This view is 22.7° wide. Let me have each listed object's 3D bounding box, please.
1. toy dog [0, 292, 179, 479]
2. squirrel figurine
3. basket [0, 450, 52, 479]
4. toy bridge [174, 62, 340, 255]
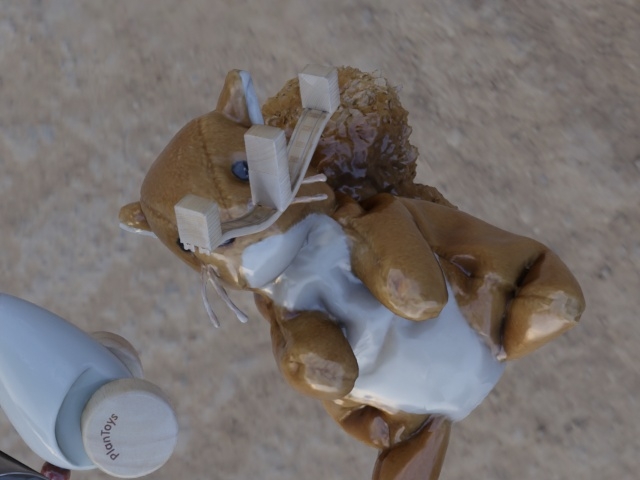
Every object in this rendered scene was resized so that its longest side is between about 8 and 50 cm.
[{"bbox_3d":[-0.286,0.119,1.366,0.333,0.220,0.161,34,93,-1],"label":"toy dog"},{"bbox_3d":[0.000,0.000,1.496,0.370,0.397,0.281,31,113,-18],"label":"squirrel figurine"},{"bbox_3d":[-0.272,0.203,1.106,0.154,0.227,0.204,-34,116,-33],"label":"basket"},{"bbox_3d":[-0.035,-0.047,1.064,0.026,0.188,0.063,13,131,25],"label":"toy bridge"}]
